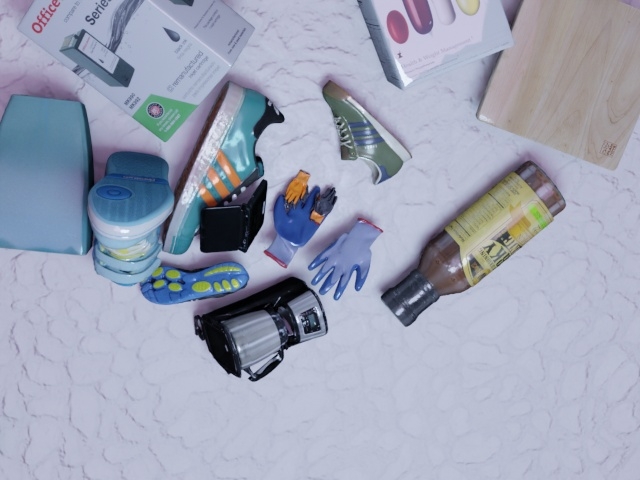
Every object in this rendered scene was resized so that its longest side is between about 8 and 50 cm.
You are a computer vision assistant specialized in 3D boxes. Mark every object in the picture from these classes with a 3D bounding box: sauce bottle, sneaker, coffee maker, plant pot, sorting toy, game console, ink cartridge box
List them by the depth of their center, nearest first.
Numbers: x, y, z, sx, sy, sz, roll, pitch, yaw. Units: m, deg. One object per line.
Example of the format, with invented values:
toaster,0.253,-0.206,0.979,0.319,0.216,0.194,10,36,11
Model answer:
ink cartridge box,-0.281,-0.321,1.700,0.289,0.121,0.211,37,132,-13
sneaker,-0.295,0.001,1.726,0.127,0.319,0.208,10,110,-4
plant pot,-0.433,-0.106,1.759,0.165,0.165,0.234,6,94,-8
sneaker,-0.158,-0.099,1.818,0.121,0.108,0.302,23,103,-16
game console,-0.140,-0.039,1.824,0.071,0.122,0.107,23,55,9
sneaker,0.058,-0.170,1.850,0.192,0.064,0.086,42,90,-17
sorting toy,0.410,-0.282,1.857,0.255,0.089,0.257,19,100,-11
coffee maker,-0.100,0.132,1.867,0.178,0.171,0.120,-22,132,-23
sneaker,-0.209,0.076,1.870,0.188,0.078,0.067,-7,74,8
sauce bottle,0.254,0.013,1.895,0.344,0.111,0.111,-41,104,5

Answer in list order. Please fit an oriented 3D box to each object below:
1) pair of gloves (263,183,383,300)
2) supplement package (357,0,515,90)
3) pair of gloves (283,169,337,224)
pair of gloves,0.000,0.000,1.859,0.198,0.023,0.159,31,66,3
supplement package,0.171,-0.373,1.775,0.194,0.149,0.203,-23,105,-1
pair of gloves,-0.016,-0.072,1.866,0.083,0.010,0.074,29,66,1
